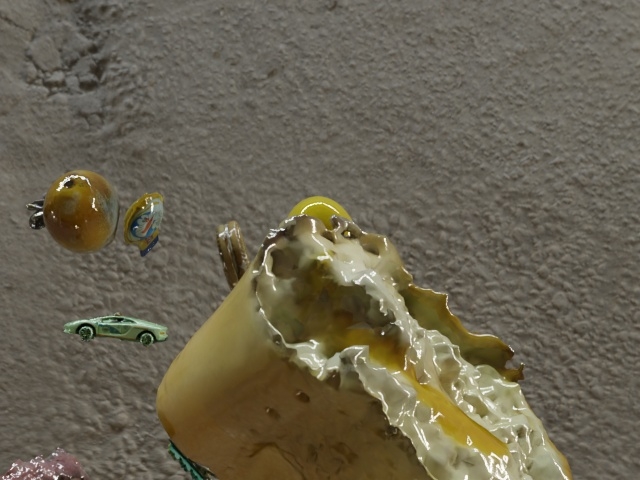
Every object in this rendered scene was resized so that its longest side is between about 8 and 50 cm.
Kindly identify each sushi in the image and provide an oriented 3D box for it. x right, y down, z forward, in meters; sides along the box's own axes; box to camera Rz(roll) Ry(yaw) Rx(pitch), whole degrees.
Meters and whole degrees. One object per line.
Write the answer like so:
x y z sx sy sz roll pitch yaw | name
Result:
-0.459 0.433 0.886 0.107 0.161 0.241 35 102 28 | sushi

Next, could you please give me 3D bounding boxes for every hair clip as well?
-0.308 0.528 1.344 0.173 0.049 0.049 48 68 -16 | hair clip

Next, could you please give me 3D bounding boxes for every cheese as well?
-0.526 -0.047 1.711 0.069 0.270 0.177 30 58 8 | cheese

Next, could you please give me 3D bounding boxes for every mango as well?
-0.544 -0.059 1.346 0.146 0.316 0.192 4 79 -1 | mango

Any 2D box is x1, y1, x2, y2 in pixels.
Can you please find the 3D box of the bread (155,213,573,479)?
0.022 0.195 0.621 0.361 0.394 0.250 48 43 7 | bread

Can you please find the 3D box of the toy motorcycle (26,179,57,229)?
-0.772 -0.127 1.704 0.225 0.073 0.152 -26 56 -3 | toy motorcycle

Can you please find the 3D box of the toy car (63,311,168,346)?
-0.376 0.162 1.056 0.186 0.093 0.058 8 82 -11 | toy car

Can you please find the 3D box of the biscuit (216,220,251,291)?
-0.258 0.060 1.742 0.079 0.259 0.259 -15 71 -6 | biscuit

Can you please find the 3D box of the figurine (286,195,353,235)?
0.000 0.000 1.510 0.187 0.343 0.215 -17 87 1 | figurine
